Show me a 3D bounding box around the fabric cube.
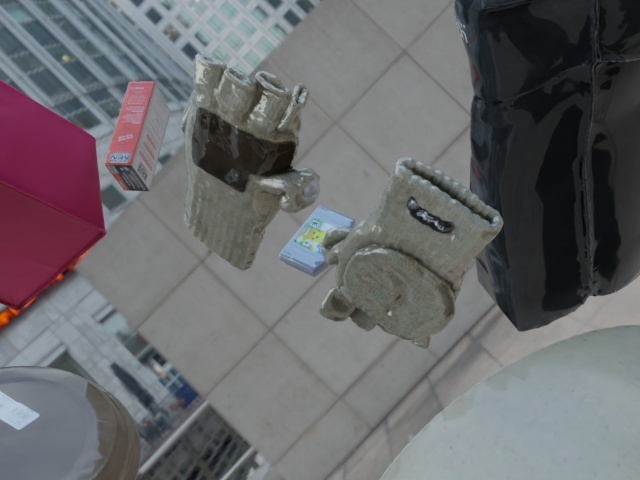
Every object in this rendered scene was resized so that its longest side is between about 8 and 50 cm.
[{"bbox_3d":[-0.558,-0.080,1.249,0.259,0.258,0.254,-36,-41,19],"label":"fabric cube"}]

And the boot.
[{"bbox_3d":[0.316,-0.124,0.696,0.366,0.445,0.146,-16,41,5],"label":"boot"}]

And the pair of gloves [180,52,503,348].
[{"bbox_3d":[-0.002,-0.021,0.518,0.042,0.240,0.204,-51,-16,-34],"label":"pair of gloves"}]

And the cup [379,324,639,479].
[{"bbox_3d":[0.200,0.245,0.388,0.331,0.331,0.237,-46,29,3],"label":"cup"}]

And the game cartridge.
[{"bbox_3d":[0.000,0.000,0.792,0.083,0.056,0.017,-52,-27,-26],"label":"game cartridge"}]

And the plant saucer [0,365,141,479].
[{"bbox_3d":[-0.317,0.210,0.698,0.278,0.277,0.041,-43,-38,-52],"label":"plant saucer"}]

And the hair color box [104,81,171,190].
[{"bbox_3d":[-0.257,-0.148,1.026,0.072,0.043,0.141,71,-157,-60],"label":"hair color box"}]
